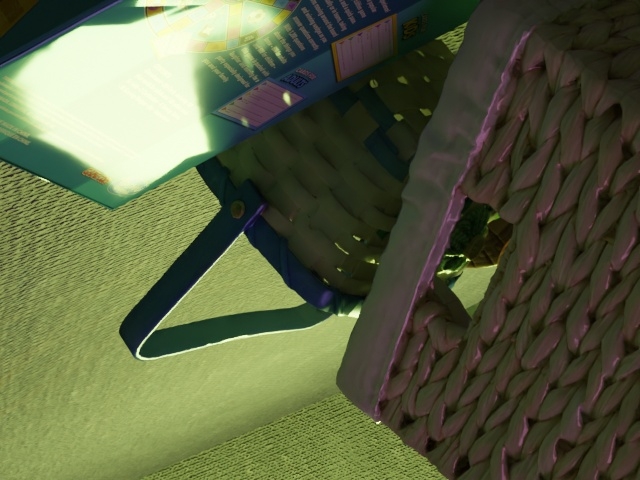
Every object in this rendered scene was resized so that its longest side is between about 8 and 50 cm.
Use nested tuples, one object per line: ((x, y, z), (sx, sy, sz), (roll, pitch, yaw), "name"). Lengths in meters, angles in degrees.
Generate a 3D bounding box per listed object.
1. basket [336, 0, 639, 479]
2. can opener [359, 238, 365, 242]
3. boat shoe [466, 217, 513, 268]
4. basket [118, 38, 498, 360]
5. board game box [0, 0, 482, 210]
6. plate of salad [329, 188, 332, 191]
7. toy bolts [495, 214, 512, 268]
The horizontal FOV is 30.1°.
((0.235, 0.010, 0.777), (0.331, 0.266, 0.328), (-22, 142, -41), "basket")
((0.083, 0.003, 1.485), (0.059, 0.073, 0.186), (-14, -178, 9), "can opener")
((0.251, -0.053, 1.470), (0.302, 0.109, 0.098), (-29, -171, 43), "boat shoe")
((0.001, -0.017, 0.916), (0.289, 0.201, 0.255), (-46, 159, 31), "basket")
((-0.029, -0.145, 0.633), (0.336, 0.079, 0.254), (-27, 168, 7), "board game box")
((0.077, -0.084, 1.108), (0.200, 0.048, 0.200), (-22, 161, -8), "plate of salad")
((0.226, -0.055, 1.256), (0.228, 0.218, 0.158), (-43, 160, -3), "toy bolts")
